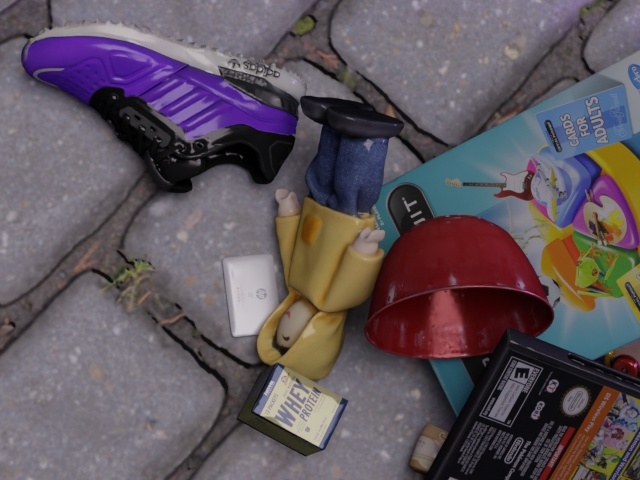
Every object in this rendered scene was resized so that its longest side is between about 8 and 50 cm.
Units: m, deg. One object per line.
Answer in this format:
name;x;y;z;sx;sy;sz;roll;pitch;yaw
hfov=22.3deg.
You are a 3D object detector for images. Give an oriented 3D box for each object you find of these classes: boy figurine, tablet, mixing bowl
boy figurine;0.000;0.000;1.628;0.092;0.177;0.285;3;109;-35
tablet;-0.070;0.056;1.676;0.054;0.006;0.083;-5;80;-15
mixing bowl;0.127;0.037;1.555;0.181;0.181;0.098;1;64;-13

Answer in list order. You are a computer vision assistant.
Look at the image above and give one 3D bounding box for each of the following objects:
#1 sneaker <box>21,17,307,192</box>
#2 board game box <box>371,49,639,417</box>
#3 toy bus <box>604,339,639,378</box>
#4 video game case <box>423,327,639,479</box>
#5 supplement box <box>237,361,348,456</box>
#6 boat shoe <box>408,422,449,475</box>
sneaker;-0.163;-0.126;1.643;0.293;0.102;0.146;12;76;-11
board game box;0.237;-0.003;1.634;0.336;0.079;0.254;-28;84;17
toy bus;0.374;0.156;1.708;0.191;0.202;0.104;-7;124;-13
video game case;0.238;0.243;1.606;0.248;0.035;0.275;22;115;-8
supplement box;-0.028;0.169;1.620;0.083;0.083;0.056;29;73;-6
boat shoe;0.178;0.230;1.668;0.170;0.063;0.059;17;80;-9
